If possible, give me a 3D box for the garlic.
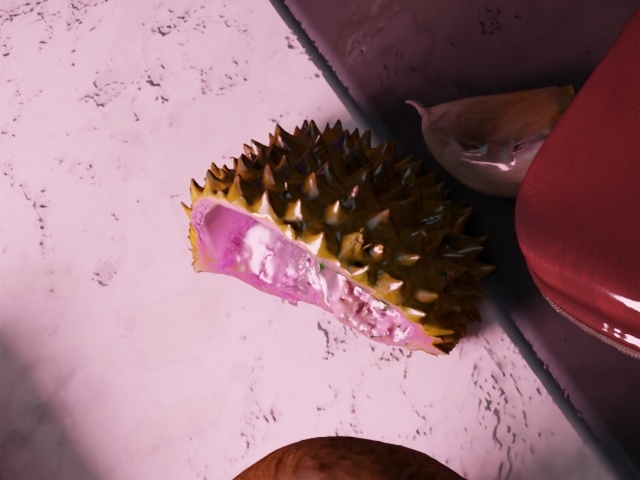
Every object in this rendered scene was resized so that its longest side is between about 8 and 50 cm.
[{"bbox_3d":[0.132,-0.068,1.184,0.152,0.066,0.084,-7,45,26],"label":"garlic"}]

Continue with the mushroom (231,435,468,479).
[{"bbox_3d":[0.045,0.266,1.051,0.283,0.195,0.263,14,91,50],"label":"mushroom"}]

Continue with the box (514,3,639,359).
[{"bbox_3d":[0.295,-0.098,1.012,0.404,0.108,0.263,-54,39,-3],"label":"box"}]

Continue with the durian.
[{"bbox_3d":[0.002,-0.014,1.194,0.260,0.186,0.154,20,93,21],"label":"durian"}]
